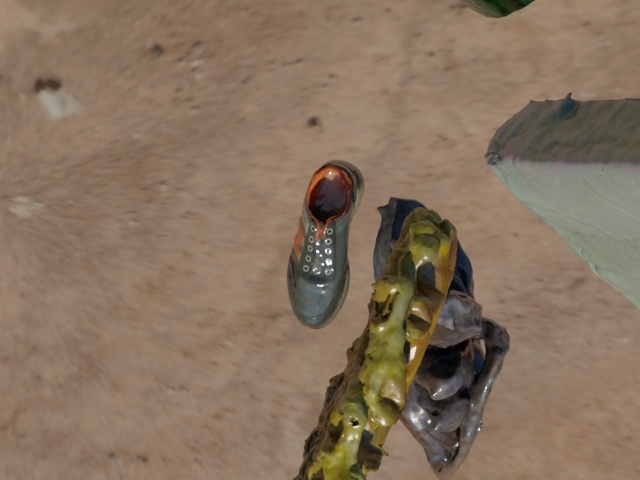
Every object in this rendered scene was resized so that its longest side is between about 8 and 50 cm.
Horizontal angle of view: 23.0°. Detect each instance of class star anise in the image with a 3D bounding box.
[{"bbox_3d":[0.135,0.107,1.757,0.139,0.359,0.316,-5,80,-1],"label":"star anise"}]

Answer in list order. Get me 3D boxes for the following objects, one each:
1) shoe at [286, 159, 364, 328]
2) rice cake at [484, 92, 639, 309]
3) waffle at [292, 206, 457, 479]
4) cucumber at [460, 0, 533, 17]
[{"bbox_3d":[0.000,0.002,1.757,0.074,0.077,0.194,12,88,11],"label":"shoe"},{"bbox_3d":[0.149,0.024,0.433,0.189,0.198,0.037,41,81,-9],"label":"rice cake"},{"bbox_3d":[0.042,0.124,1.347,0.068,0.302,0.325,24,72,2],"label":"waffle"},{"bbox_3d":[0.183,-0.347,1.755,0.130,0.191,0.191,37,84,-30],"label":"cucumber"}]
